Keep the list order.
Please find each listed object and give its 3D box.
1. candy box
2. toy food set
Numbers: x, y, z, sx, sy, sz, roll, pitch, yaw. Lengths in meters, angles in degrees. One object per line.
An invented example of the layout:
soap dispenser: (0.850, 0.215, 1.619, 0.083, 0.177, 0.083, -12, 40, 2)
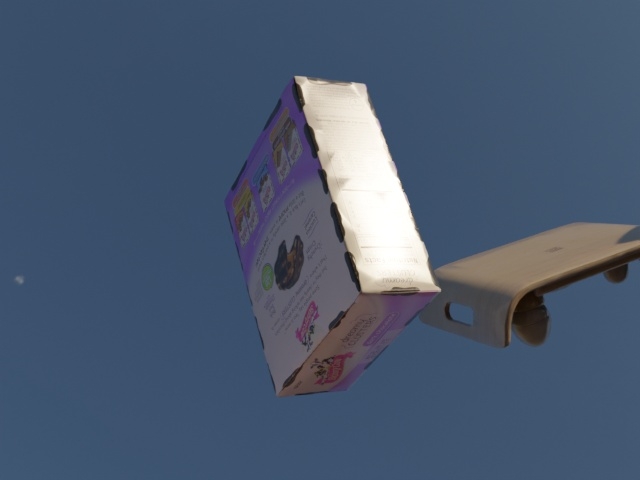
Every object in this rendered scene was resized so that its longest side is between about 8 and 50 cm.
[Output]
candy box: (0.000, 0.000, 0.755, 0.070, 0.196, 0.165, 0, -33, -28)
toy food set: (0.300, 0.054, 1.188, 0.306, 0.220, 0.092, -17, -81, -18)
